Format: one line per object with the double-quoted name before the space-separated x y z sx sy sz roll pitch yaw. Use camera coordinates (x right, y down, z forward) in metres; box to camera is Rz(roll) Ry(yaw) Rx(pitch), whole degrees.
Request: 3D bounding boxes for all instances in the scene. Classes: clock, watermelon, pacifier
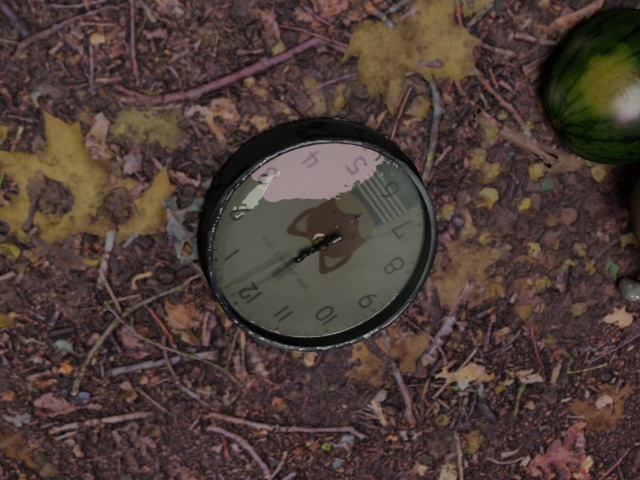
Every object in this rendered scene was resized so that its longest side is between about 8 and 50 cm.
"clock" 0.000 0.000 1.262 0.325 0.067 0.325 -6 116 -12
"watermelon" 0.416 -0.196 1.240 0.232 0.127 0.204 -16 113 -12
"pacifier" 0.498 0.051 1.404 0.116 0.127 0.150 -30 105 42

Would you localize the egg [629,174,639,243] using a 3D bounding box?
"egg" 0.533 -0.063 1.292 0.241 0.186 0.186 -33 118 -6
